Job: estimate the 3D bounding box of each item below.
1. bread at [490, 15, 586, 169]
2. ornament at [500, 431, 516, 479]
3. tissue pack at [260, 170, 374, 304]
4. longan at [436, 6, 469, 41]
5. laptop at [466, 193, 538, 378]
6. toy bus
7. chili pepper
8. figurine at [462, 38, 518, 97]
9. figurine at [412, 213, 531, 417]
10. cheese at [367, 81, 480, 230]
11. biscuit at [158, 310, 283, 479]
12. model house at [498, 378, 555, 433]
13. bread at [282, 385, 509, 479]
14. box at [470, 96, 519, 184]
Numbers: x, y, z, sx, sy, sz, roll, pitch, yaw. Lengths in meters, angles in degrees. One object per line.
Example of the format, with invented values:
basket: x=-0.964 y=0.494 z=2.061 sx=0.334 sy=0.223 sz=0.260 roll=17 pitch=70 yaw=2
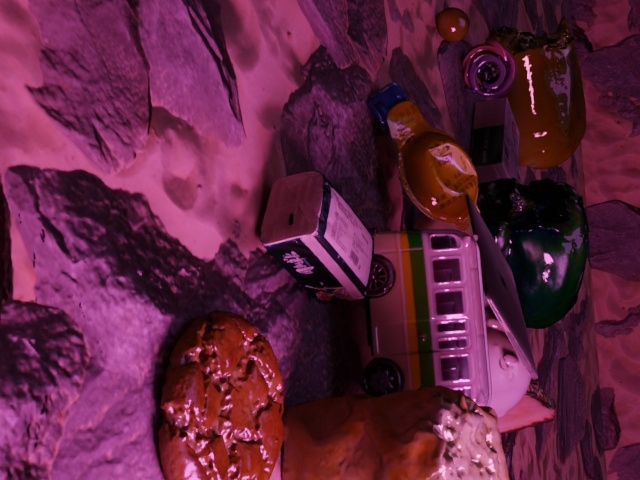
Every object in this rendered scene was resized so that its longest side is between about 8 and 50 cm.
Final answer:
bread: x=0.570 y=-0.376 z=2.365 sx=0.251 sy=0.208 sz=0.376 roll=-45 pitch=128 yaw=-54
ornament: x=0.354 y=0.471 z=1.823 sx=0.202 sy=0.080 sz=0.236 roll=11 pitch=75 yaw=-64
tissue pack: x=0.000 y=-0.001 z=1.161 sx=0.170 sy=0.091 sz=0.103 roll=52 pitch=39 yaw=-51
longan: x=0.267 y=-0.447 z=1.885 sx=0.083 sy=0.075 sz=0.075 roll=48 pitch=8 yaw=30
laptop: x=0.278 y=0.066 z=1.429 sx=0.187 sy=0.015 sz=0.269 roll=56 pitch=20 yaw=-31
toy bus: x=0.144 y=0.135 z=1.293 sx=0.143 sy=0.179 sz=0.305 roll=49 pitch=38 yaw=-82
chili pepper: x=0.370 y=0.024 z=1.699 sx=0.233 sy=0.249 sz=0.256 roll=-38 pitch=138 yaw=-50
figurine: x=0.366 y=-0.389 z=2.044 sx=0.114 sy=0.126 sz=0.157 roll=24 pitch=23 yaw=-17
figurine: x=0.206 y=0.101 z=1.518 sx=0.275 sy=0.227 sz=0.394 roll=14 pitch=62 yaw=-34
cheese: x=0.177 y=-0.139 z=1.515 sx=0.177 sy=0.069 sz=0.270 roll=-39 pitch=98 yaw=-38
biscuit: x=-0.097 y=0.181 z=0.968 sx=0.226 sy=0.042 sz=0.225 roll=22 pitch=65 yaw=-61
model house: x=0.333 y=0.250 z=1.706 sx=0.183 sy=0.167 sz=0.172 roll=34 pitch=40 yaw=-46
bread: x=0.085 y=0.283 z=1.105 sx=0.238 sy=0.252 sz=0.196 roll=42 pitch=51 yaw=-49
box: x=0.397 y=-0.207 z=2.080 sx=0.135 sy=0.081 sz=0.199 roll=55 pitch=39 yaw=-47
